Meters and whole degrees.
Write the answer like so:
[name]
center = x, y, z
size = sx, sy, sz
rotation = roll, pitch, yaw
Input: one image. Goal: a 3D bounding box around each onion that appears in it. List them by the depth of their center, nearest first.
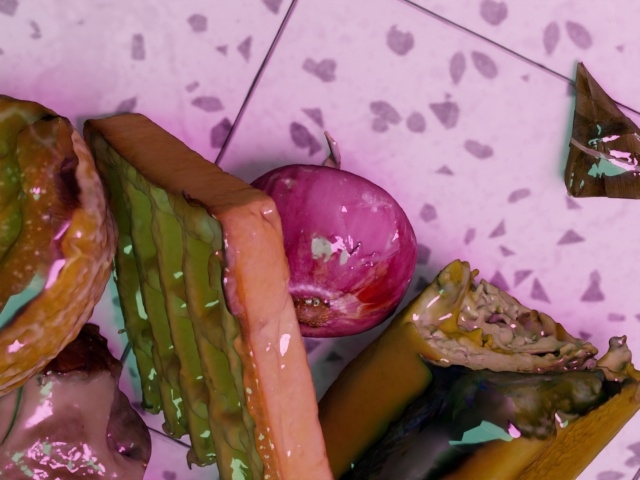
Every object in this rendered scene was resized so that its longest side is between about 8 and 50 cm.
[onion]
center = -0.002, 0.009, 1.509
size = 0.177, 0.153, 0.177
rotation = 4, 118, 7

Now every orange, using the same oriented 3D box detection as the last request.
[orange]
center = -0.337, 0.034, 1.496
size = 0.368, 0.271, 0.210
rotation = -15, 150, 12

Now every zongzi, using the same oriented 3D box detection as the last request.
[zongzi]
center = 0.274, -0.094, 1.496
size = 0.109, 0.055, 0.119
rotation = 5, 102, 0

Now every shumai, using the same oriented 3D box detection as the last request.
[shumai]
center = -0.243, 0.157, 1.567
size = 0.201, 0.201, 0.120
rotation = 12, 125, -1

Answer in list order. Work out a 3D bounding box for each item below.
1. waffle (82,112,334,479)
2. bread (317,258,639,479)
[waffle]
center = -0.102, 0.059, 1.450
size = 0.077, 0.348, 0.304
rotation = -18, 113, -20
[bread]
center = 0.096, 0.201, 1.541
size = 0.376, 0.251, 0.208
rotation = -55, 54, 22
